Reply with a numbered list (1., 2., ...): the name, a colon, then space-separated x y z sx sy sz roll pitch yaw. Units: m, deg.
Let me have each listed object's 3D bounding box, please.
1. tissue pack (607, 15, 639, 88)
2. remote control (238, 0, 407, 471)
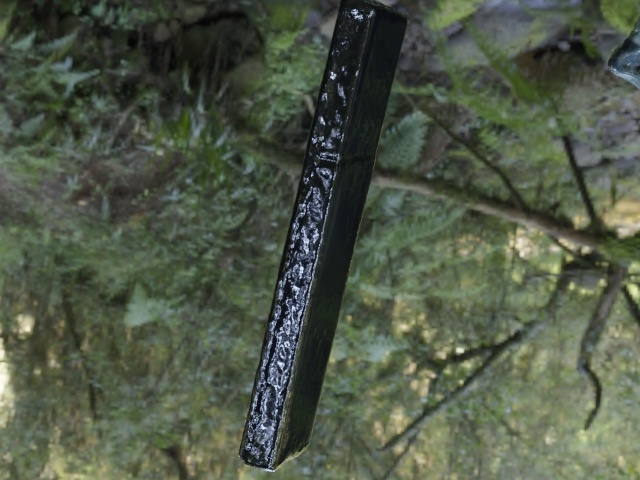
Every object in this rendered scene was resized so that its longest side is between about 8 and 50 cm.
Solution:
1. tissue pack: 0.293 -0.069 0.492 0.257 0.081 0.185 33 -158 10
2. remote control: 0.000 0.000 0.457 0.025 0.245 0.063 19 -164 22
